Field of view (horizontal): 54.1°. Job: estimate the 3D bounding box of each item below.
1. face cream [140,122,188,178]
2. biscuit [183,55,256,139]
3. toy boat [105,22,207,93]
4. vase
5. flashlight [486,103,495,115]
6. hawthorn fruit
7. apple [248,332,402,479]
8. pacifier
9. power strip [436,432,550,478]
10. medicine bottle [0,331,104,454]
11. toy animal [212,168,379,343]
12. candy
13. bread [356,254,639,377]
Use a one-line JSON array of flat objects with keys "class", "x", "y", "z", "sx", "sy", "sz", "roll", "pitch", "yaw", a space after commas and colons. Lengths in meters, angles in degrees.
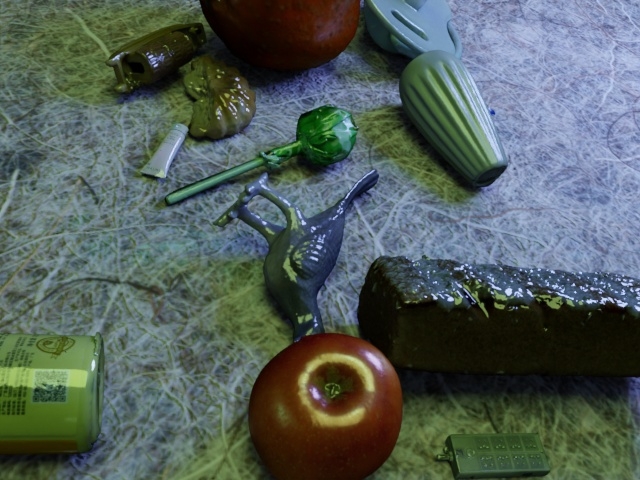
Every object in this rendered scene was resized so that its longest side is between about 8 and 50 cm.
[{"class": "face cream", "x": -0.229, "y": -0.133, "z": 0.935, "sx": 0.038, "sy": 0.020, "sz": 0.115, "roll": 16, "pitch": 51, "yaw": 1}, {"class": "biscuit", "x": -0.161, "y": -0.240, "z": 1.022, "sx": 0.118, "sy": 0.061, "sz": 0.183, "roll": -1, "pitch": 49, "yaw": -19}, {"class": "toy boat", "x": -0.262, "y": -0.309, "z": 1.040, "sx": 0.088, "sy": 0.068, "sz": 0.226, "roll": 9, "pitch": 37, "yaw": 30}, {"class": "vase", "x": 0.229, "y": -0.203, "z": 1.060, "sx": 0.128, "sy": 0.128, "sz": 0.248, "roll": -13, "pitch": 63, "yaw": -25}, {"class": "flashlight", "x": 0.270, "y": -0.263, "z": 1.179, "sx": 0.121, "sy": 0.035, "sz": 0.057, "roll": 35, "pitch": 50, "yaw": 15}, {"class": "hawthorn fruit", "x": -0.080, "y": -0.426, "z": 1.073, "sx": 0.300, "sy": 0.275, "sz": 0.275, "roll": -16, "pitch": 55, "yaw": -37}, {"class": "apple", "x": 0.007, "y": 0.173, "z": 0.646, "sx": 0.164, "sy": 0.139, "sz": 0.163, "roll": 7, "pitch": 58, "yaw": -12}, {"class": "pacifier", "x": 0.218, "y": -0.500, "z": 1.230, "sx": 0.288, "sy": 0.269, "sz": 0.343, "roll": 28, "pitch": 46, "yaw": -24}, {"class": "power strip", "x": 0.198, "y": 0.247, "z": 0.720, "sx": 0.136, "sy": 0.019, "sz": 0.050, "roll": 4, "pitch": 51, "yaw": -13}, {"class": "medicine bottle", "x": -0.332, "y": 0.145, "z": 0.596, "sx": 0.239, "sy": 0.124, "sz": 0.124, "roll": 2, "pitch": 49, "yaw": -13}, {"class": "toy animal", "x": -0.032, "y": -0.005, "z": 0.828, "sx": 0.206, "sy": 0.081, "sz": 0.367, "roll": 31, "pitch": 46, "yaw": -18}, {"class": "candy", "x": -0.083, "y": -0.118, "z": 0.939, "sx": 0.324, "sy": 0.097, "sz": 0.097, "roll": -26, "pitch": 60, "yaw": -23}, {"class": "bread", "x": 0.263, "y": 0.093, "z": 0.777, "sx": 0.417, "sy": 0.113, "sz": 0.165, "roll": 4, "pitch": 14, "yaw": -13}]
